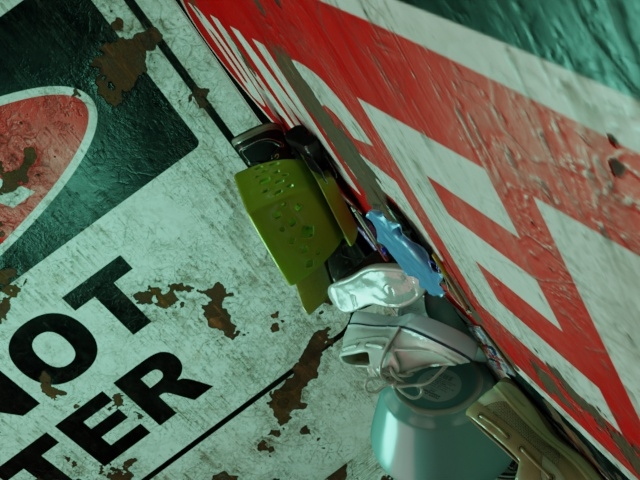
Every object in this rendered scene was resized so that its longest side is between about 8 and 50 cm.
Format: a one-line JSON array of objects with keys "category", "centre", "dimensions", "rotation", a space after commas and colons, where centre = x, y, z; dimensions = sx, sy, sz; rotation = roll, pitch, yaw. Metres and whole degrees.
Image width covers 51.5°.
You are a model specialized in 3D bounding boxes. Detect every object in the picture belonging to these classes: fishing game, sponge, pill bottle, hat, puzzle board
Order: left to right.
[{"category": "hat", "centre": [0.101, 0.086, 1.722], "dimensions": [0.331, 0.134, 0.331], "rotation": [56, -173, -10]}, {"category": "sponge", "centre": [0.153, 0.036, 1.576], "dimensions": [0.210, 0.031, 0.117], "rotation": [54, 179, -18]}, {"category": "fishing game", "centre": [0.144, 0.014, 1.088], "dimensions": [0.189, 0.041, 0.264], "rotation": [54, 171, -27]}, {"category": "pill bottle", "centre": [0.249, 0.212, 1.549], "dimensions": [0.160, 0.087, 0.087], "rotation": [54, 179, -29]}, {"category": "puzzle board", "centre": [0.284, 0.184, 1.120], "dimensions": [0.096, 0.011, 0.128], "rotation": [53, 178, 6]}]

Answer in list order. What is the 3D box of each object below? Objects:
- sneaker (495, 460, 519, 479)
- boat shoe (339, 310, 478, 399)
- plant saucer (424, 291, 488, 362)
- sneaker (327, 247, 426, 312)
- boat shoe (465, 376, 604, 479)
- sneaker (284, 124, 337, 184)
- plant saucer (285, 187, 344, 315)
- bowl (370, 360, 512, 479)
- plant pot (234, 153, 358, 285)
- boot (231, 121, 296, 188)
[{"category": "sneaker", "centre": [0.398, 0.467, 1.502], "dimensions": [0.343, 0.134, 0.146], "rotation": [38, 155, 8]}, {"category": "boat shoe", "centre": [0.141, 0.228, 1.267], "dimensions": [0.136, 0.156, 0.367], "rotation": [36, 161, -25]}, {"category": "plant saucer", "centre": [0.257, 0.173, 1.318], "dimensions": [0.195, 0.037, 0.195], "rotation": [53, 180, 0]}, {"category": "sneaker", "centre": [0.144, 0.066, 1.375], "dimensions": [0.104, 0.147, 0.296], "rotation": [56, 148, -9]}, {"category": "boat shoe", "centre": [0.363, 0.373, 1.050], "dimensions": [0.121, 0.110, 0.341], "rotation": [55, 179, -42]}, {"category": "sneaker", "centre": [-0.021, -0.188, 1.430], "dimensions": [0.089, 0.051, 0.170], "rotation": [60, 173, -31]}, {"category": "plant saucer", "centre": [0.000, 0.000, 1.836], "dimensions": [0.333, 0.081, 0.333], "rotation": [-32, -76, -67]}, {"category": "bowl", "centre": [0.245, 0.337, 1.361], "dimensions": [0.311, 0.311, 0.163], "rotation": [-128, 21, -55]}, {"category": "plant pot", "centre": [-0.051, -0.072, 1.543], "dimensions": [0.228, 0.207, 0.227], "rotation": [61, -179, -32]}, {"category": "boot", "centre": [-0.122, -0.179, 1.949], "dimensions": [0.377, 0.138, 0.284], "rotation": [18, -131, -81]}]
